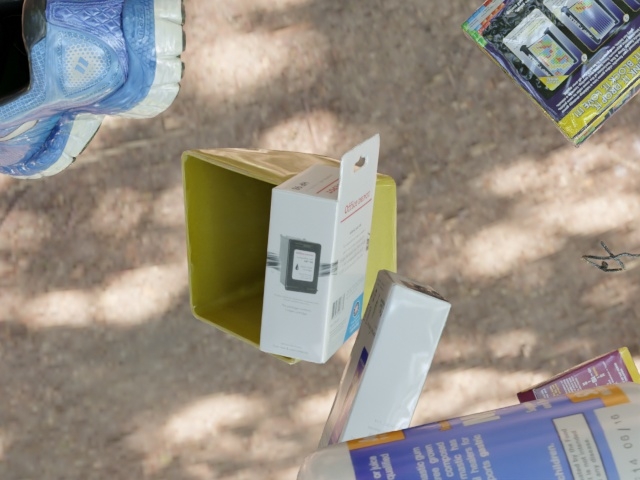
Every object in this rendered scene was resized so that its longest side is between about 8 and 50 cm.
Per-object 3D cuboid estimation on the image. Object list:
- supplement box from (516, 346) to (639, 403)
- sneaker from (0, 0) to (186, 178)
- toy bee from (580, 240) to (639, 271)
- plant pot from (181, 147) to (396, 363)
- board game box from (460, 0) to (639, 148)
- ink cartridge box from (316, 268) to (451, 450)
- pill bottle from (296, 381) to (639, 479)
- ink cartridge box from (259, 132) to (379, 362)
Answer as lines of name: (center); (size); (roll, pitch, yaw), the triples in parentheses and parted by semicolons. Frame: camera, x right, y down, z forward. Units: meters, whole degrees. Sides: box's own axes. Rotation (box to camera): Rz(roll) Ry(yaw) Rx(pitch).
supplement box: (0.202, 0.119, 1.096); (0.083, 0.043, 0.055); (-23, 174, -10)
sneaker: (-0.233, -0.133, 1.075); (0.147, 0.130, 0.330); (7, 165, -32)
toy bee: (0.521, -0.003, 1.845); (0.298, 0.162, 0.195); (22, 171, -16)
plant pot: (-0.025, -0.003, 1.678); (0.187, 0.212, 0.212); (-16, 113, -37)
board game box: (0.227, -0.186, 1.184); (0.170, 0.141, 0.048); (-43, 168, 6)
ink cartridge box: (0.034, 0.196, 1.341); (0.065, 0.165, 0.332); (20, 93, -4)
pill bottle: (0.072, 0.181, 0.819); (0.272, 0.152, 0.152); (-11, 139, -2)
ink cartridge box: (0.000, 0.000, 1.195); (0.060, 0.104, 0.180); (11, 108, 17)
